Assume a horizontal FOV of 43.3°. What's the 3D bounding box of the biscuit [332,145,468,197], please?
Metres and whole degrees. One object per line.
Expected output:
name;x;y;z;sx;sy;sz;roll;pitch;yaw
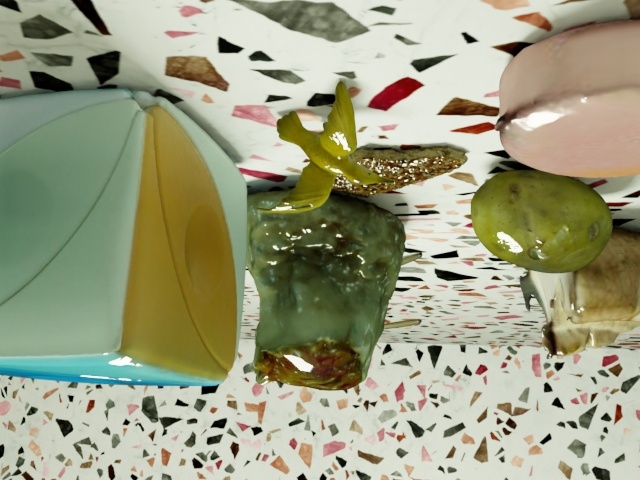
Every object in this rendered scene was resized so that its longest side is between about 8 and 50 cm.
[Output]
biscuit;0.092;-0.105;1.195;0.131;0.026;0.236;11;165;-35

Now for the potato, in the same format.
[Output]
potato;0.333;-0.027;1.217;0.197;0.149;0.228;13;174;24

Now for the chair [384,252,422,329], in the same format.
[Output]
chair;0.078;0.115;1.787;0.188;0.166;0.272;13;163;-34

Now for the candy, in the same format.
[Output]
candy;0.304;-0.143;0.852;0.255;0.095;0.255;3;166;1

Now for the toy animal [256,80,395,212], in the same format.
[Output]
toy animal;0.023;-0.117;1.035;0.155;0.095;0.219;9;134;-22

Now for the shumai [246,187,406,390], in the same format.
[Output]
shumai;-0.013;0.100;1.425;0.324;0.324;0.397;1;161;6

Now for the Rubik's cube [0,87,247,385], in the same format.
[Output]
Rubik's cube;-0.315;0.016;1.106;0.351;0.348;0.352;-2;166;19

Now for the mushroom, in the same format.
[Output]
mushroom;0.604;0.069;1.488;0.397;0.224;0.314;-4;151;1
